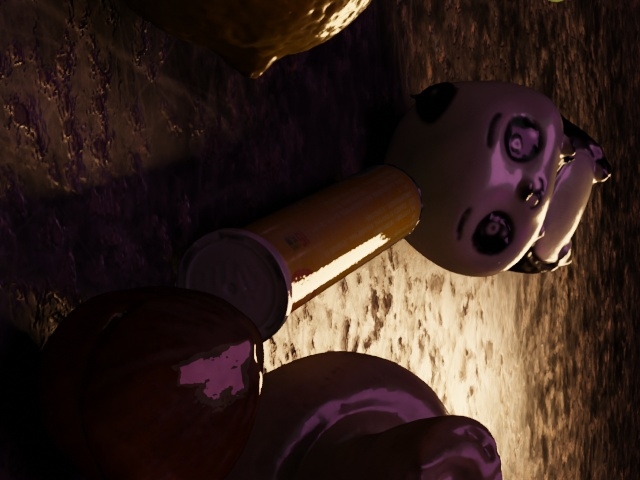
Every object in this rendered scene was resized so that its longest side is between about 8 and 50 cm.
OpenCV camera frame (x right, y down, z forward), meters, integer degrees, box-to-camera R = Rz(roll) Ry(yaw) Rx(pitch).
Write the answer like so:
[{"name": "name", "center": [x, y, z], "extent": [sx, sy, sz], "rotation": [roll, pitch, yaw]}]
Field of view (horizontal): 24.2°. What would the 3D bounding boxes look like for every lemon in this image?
[{"name": "lemon", "center": [-0.059, -0.272, 1.143], "extent": [0.267, 0.267, 0.267], "rotation": [1, 90, -68]}]

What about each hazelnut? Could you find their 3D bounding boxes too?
[{"name": "hazelnut", "center": [-0.120, 0.117, 1.107], "extent": [0.182, 0.182, 0.182], "rotation": [1, 90, -68]}]

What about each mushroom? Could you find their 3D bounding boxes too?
[{"name": "mushroom", "center": [0.039, 0.242, 1.309], "extent": [0.292, 0.290, 0.293], "rotation": [3, 85, -33]}]

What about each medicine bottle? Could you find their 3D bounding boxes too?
[{"name": "medicine bottle", "center": [0.000, 0.000, 1.485], "extent": [0.426, 0.108, 0.108], "rotation": [-29, 118, -65]}]

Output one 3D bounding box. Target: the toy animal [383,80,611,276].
[{"name": "toy animal", "center": [0.199, -0.074, 1.845], "extent": [0.310, 0.251, 0.251], "rotation": [17, 75, -56]}]
